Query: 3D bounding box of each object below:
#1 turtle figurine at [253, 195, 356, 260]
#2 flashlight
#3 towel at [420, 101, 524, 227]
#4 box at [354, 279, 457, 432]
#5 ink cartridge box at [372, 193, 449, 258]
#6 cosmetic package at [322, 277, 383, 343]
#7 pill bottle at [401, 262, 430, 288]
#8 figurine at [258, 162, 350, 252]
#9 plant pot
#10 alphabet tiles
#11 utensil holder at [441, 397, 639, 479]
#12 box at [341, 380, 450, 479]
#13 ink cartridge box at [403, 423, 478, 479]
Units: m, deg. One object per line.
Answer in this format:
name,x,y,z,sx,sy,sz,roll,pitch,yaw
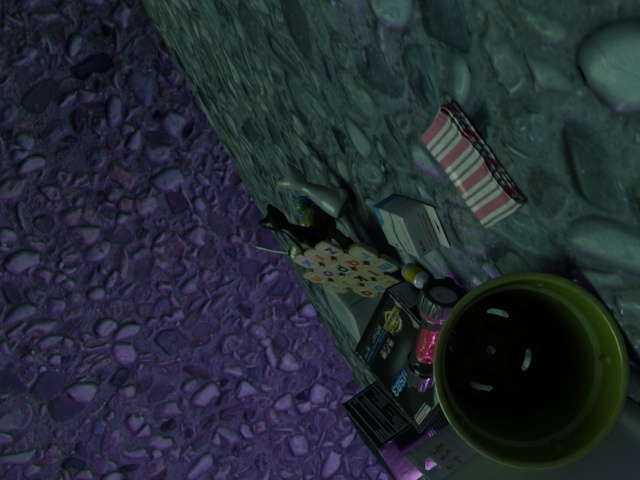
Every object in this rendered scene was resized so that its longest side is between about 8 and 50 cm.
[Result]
turtle figurine,0.000,0.000,1.851,0.266,0.197,0.275,49,124,6
flashlight,0.250,0.222,1.376,0.103,0.103,0.304,39,139,36
towel,0.235,-0.114,0.974,0.197,0.029,0.144,57,169,9
box,0.240,0.305,1.594,0.293,0.073,0.296,50,140,28
ink cartridge box,0.190,-0.030,1.299,0.104,0.060,0.180,63,168,-20
cosmetic package,0.119,0.201,2.013,0.225,0.138,0.224,51,166,39
pill bottle,0.233,0.087,1.462,0.083,0.043,0.043,40,158,58
figurine,-0.048,-0.086,1.689,0.209,0.215,0.092,28,-164,10
plant pot,0.303,0.190,0.982,0.276,0.276,0.254,58,-179,5
alphabet tiles,0.078,0.080,1.667,0.277,0.021,0.284,27,148,-23
utensil holder,0.374,0.467,0.985,0.328,0.385,0.328,54,168,18
box,0.268,0.548,1.878,0.183,0.293,0.296,63,169,-19
ink cartridge box,0.374,0.567,1.609,0.060,0.238,0.275,60,169,-6
